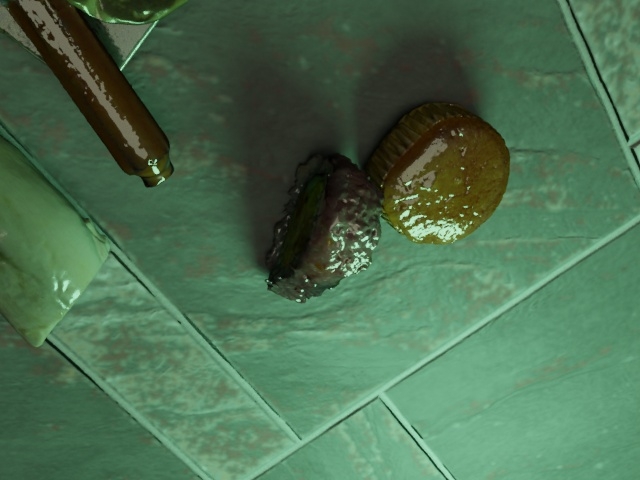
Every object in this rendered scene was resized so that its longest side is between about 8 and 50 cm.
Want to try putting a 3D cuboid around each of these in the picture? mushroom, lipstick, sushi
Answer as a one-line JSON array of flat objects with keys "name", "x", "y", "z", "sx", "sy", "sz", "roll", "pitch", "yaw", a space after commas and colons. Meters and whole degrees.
[{"name": "mushroom", "x": -0.407, "y": -0.046, "z": 0.793, "sx": 0.154, "sy": 0.137, "sz": 0.407, "roll": -20, "pitch": 123, "yaw": 11}, {"name": "lipstick", "x": -0.290, "y": -0.235, "z": 0.711, "sx": 0.077, "sy": 0.077, "sz": 0.418, "roll": -29, "pitch": 119, "yaw": 2}, {"name": "sushi", "x": 0.005, "y": 0.006, "z": 0.881, "sx": 0.108, "sy": 0.161, "sz": 0.241, "roll": 17, "pitch": 108, "yaw": -19}]

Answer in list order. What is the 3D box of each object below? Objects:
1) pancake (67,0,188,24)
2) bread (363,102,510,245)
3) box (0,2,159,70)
[{"name": "pancake", "x": -0.214, "y": -0.361, "z": 0.694, "sx": 0.250, "sy": 0.031, "sz": 0.250, "roll": -3, "pitch": 94, "yaw": -35}, {"name": "bread", "x": 0.165, "y": -0.088, "z": 0.905, "sx": 0.199, "sy": 0.104, "sz": 0.199, "roll": -5, "pitch": 116, "yaw": -11}, {"name": "box", "x": -0.336, "y": -0.327, "z": 0.726, "sx": 0.325, "sy": 0.047, "sz": 0.180, "roll": 36, "pitch": 103, "yaw": -23}]
